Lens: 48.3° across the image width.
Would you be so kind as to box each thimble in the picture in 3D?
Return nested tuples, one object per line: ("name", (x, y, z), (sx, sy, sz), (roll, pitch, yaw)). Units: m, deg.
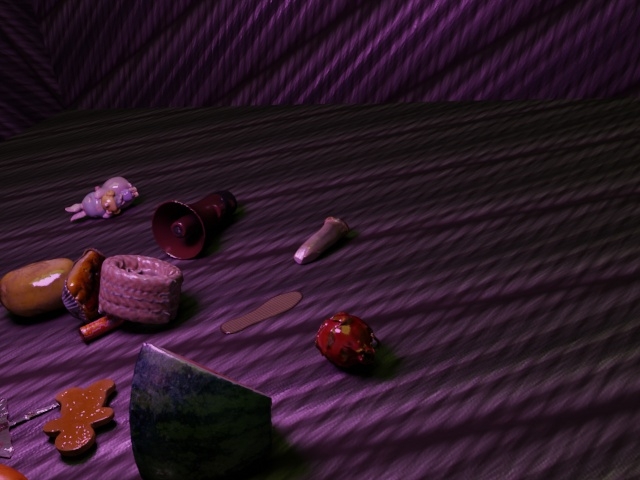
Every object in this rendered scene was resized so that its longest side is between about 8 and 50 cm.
("thimble", (-0.494, 0.133, 1.963), (0.229, 0.148, 0.196), (12, 16, 9))

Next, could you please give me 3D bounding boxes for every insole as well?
("insole", (-0.155, 0.193, 1.930), (0.253, 0.005, 0.086), (-25, 30, -27))

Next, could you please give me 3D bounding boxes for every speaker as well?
("speaker", (-0.427, -0.051, 2.395), (0.259, 0.198, 0.329), (-43, 0, 22))

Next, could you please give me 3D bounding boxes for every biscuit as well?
("biscuit", (-0.542, 0.405, 1.617), (0.158, 0.035, 0.240), (-13, 27, -2))

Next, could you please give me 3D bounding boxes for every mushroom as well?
("mushroom", (0.000, 0.000, 2.180), (0.084, 0.071, 0.209), (40, 51, 13))

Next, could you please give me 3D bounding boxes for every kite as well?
("kite", (-0.723, 0.429, 1.655), (0.250, 0.012, 0.229), (-21, 33, -21))

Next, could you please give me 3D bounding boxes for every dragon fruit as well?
("dragon fruit", (0.062, 0.230, 1.655), (0.136, 0.132, 0.166), (-18, 26, -31))

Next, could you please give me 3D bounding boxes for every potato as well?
("potato", (-0.818, 0.139, 2.091), (0.228, 0.148, 0.197), (-28, 46, -29))

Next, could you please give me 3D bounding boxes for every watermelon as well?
("watermelon", (-0.229, 0.317, 1.463), (0.283, 0.250, 0.292), (-1, 31, 5))

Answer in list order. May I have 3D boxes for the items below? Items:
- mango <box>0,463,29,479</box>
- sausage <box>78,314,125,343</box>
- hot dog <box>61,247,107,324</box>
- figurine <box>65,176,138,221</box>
("mango", (-0.668, 0.503, 1.376), (0.252, 0.126, 0.153), (-5, 38, 24))
("sausage", (-0.588, 0.231, 1.956), (0.145, 0.048, 0.050), (-25, 28, -33))
("hot dog", (-0.654, 0.126, 2.047), (0.082, 0.162, 0.270), (-20, 24, 15))
("figurine", (-0.812, -0.137, 2.659), (0.155, 0.127, 0.235), (25, 48, 34))
